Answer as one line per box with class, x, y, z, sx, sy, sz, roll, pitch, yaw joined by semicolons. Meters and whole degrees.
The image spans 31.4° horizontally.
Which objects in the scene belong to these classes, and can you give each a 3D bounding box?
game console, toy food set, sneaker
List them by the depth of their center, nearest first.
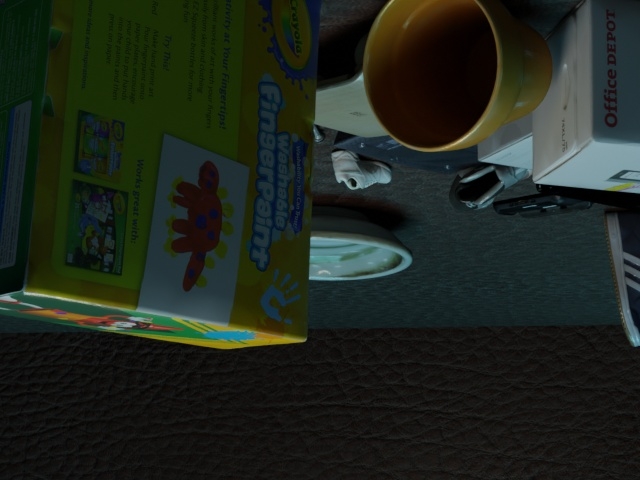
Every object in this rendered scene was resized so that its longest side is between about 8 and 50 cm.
toy food set;0.059;-0.224;1.622;0.219;0.092;0.306;11;171;-37
game console;0.413;-0.077;1.893;0.213;0.044;0.361;9;171;-27
sneaker;0.265;-0.095;1.993;0.132;0.086;0.228;-31;176;-34
sneaker;0.073;-0.118;2.066;0.053;0.061;0.152;-13;161;41
sneaker;0.674;0.068;2.320;0.153;0.282;0.099;-10;166;13

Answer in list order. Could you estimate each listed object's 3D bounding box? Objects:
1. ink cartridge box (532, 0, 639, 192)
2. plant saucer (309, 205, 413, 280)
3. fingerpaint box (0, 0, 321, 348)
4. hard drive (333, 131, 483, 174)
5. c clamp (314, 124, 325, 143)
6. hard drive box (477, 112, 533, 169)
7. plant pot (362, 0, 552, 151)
ink cartridge box;0.436;-0.180;1.490;0.270;0.198;0.197;5;166;-10
plant saucer;0.000;0.000;2.467;0.400;0.101;0.400;1;165;0
fingerpaint box;-0.189;-0.121;1.281;0.371;0.445;0.163;13;163;-42
hard drive;0.167;-0.168;1.864;0.254;0.054;0.172;11;164;-35
c clamp;-0.032;-0.187;1.873;0.137;0.022;0.161;0;166;6
hard drive box;0.388;-0.169;1.762;0.232;0.089;0.181;7;166;-24
plant pot;0.190;-0.216;1.423;0.205;0.205;0.188;-11;177;42
